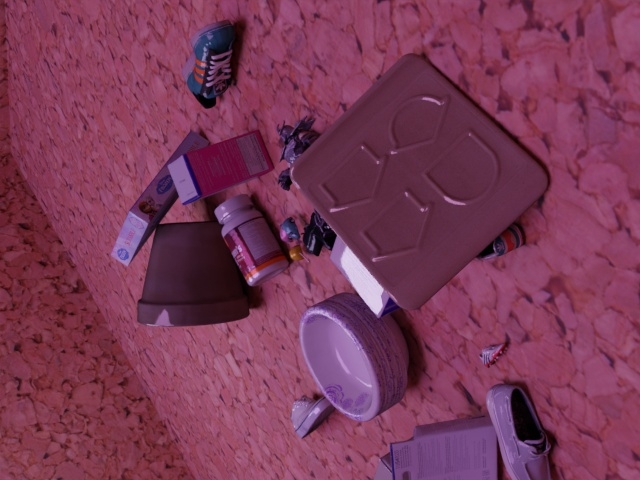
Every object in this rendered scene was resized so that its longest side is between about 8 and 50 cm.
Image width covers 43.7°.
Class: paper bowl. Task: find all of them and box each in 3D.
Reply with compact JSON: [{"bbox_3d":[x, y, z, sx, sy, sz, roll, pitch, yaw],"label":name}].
[{"bbox_3d":[0.089,0.253,1.811,0.284,0.148,0.284,35,137,41],"label":"paper bowl"}]

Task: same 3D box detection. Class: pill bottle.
[{"bbox_3d":[-0.184,-0.002,2.089,0.221,0.121,0.121,60,149,10],"label":"pill bottle"}]

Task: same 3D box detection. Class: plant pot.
[{"bbox_3d":[-0.373,0.087,2.305,0.323,0.323,0.281,2,96,57],"label":"plant pot"}]

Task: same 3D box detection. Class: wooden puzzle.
[{"bbox_3d":[0.162,-0.102,1.381,0.348,0.322,0.080,49,-172,23],"label":"wooden puzzle"}]

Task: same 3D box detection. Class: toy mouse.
[{"bbox_3d":[-0.079,-0.019,1.969,0.161,0.031,0.143,-159,53,-74],"label":"toy mouse"}]

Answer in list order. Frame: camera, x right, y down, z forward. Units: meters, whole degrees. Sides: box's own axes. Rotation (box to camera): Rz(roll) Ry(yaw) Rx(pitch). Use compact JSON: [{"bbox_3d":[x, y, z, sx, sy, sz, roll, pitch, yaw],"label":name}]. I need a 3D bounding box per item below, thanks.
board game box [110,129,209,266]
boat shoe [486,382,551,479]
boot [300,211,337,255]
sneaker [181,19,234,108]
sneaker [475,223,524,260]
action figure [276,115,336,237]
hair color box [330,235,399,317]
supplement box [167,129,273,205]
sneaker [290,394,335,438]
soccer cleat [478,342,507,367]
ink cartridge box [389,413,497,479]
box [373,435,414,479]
[{"bbox_3d":[-0.458,-0.115,2.262,0.065,0.319,0.318,34,148,-6],"label":"board game box"},{"bbox_3d":[0.385,0.378,1.503,0.081,0.079,0.228,-29,82,64],"label":"boat shoe"},{"bbox_3d":[0.000,0.000,1.881,0.121,0.045,0.099,58,147,28],"label":"boot"},{"bbox_3d":[-0.255,-0.422,1.939,0.121,0.108,0.302,62,157,5],"label":"sneaker"},{"bbox_3d":[0.279,0.004,1.417,0.161,0.075,0.057,-4,107,58],"label":"sneaker"},{"bbox_3d":[-0.028,-0.150,1.773,0.285,0.099,0.185,60,158,18],"label":"action figure"},{"bbox_3d":[0.141,-0.024,1.584,0.185,0.110,0.339,51,148,26],"label":"hair color box"},{"bbox_3d":[-0.244,-0.180,1.967,0.111,0.220,0.114,-17,95,59],"label":"supplement box"},{"bbox_3d":[-0.035,0.473,2.207,0.091,0.094,0.258,52,148,14],"label":"sneaker"},{"bbox_3d":[0.328,0.214,1.531,0.036,0.029,0.083,49,150,19],"label":"soccer cleat"},{"bbox_3d":[0.253,0.470,1.645,0.045,0.223,0.224,-108,11,-63],"label":"ink cartridge box"},{"bbox_3d":[0.210,0.574,1.841,0.127,0.148,0.232,44,144,32],"label":"box"}]
